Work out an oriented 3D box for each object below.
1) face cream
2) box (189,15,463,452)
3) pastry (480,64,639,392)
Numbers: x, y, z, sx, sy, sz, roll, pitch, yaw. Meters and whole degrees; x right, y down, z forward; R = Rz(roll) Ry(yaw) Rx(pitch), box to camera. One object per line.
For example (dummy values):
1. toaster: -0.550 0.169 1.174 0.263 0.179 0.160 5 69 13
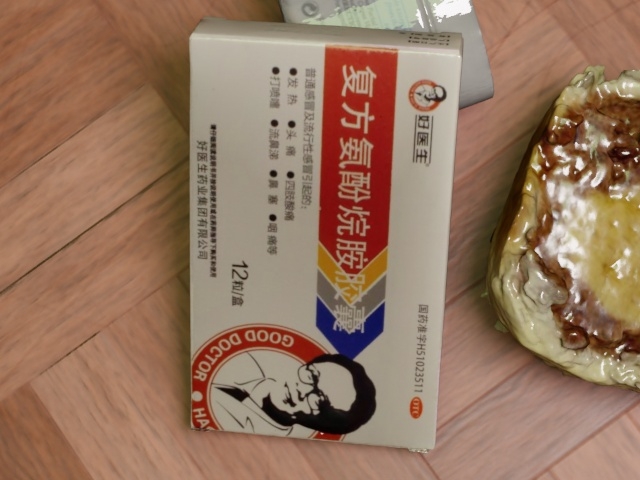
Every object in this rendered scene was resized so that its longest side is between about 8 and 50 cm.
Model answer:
1. face cream: 0.052 -0.182 1.287 0.152 0.177 0.177 -17 79 3
2. box: 0.000 0.000 1.230 0.214 0.069 0.353 4 115 6
3. pastry: 0.256 0.000 1.250 0.236 0.170 0.256 24 78 -11
